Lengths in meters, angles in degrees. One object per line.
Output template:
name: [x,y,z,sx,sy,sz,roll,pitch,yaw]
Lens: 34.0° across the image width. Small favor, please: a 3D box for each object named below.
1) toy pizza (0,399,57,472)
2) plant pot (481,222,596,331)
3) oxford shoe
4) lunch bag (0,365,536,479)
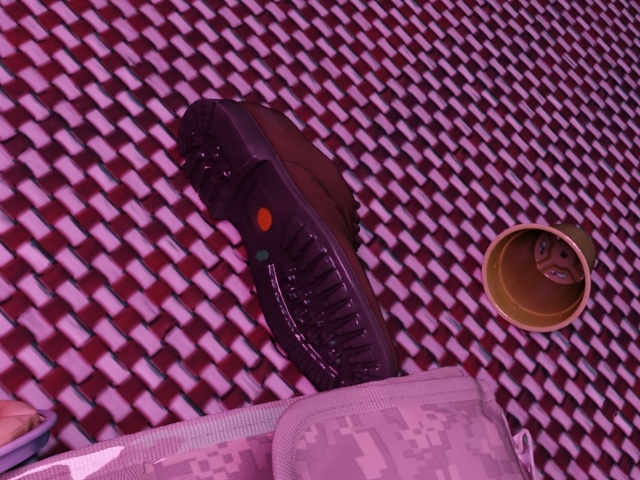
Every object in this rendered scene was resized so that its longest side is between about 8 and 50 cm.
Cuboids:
toy pizza: [-0.198,0.087,0.382,0.201,0.201,0.032,-16,91,-43]
plant pot: [0.178,0.020,0.807,0.083,0.083,0.079,54,32,8]
oxford shoe: [0.000,0.000,0.678,0.096,0.083,0.227,-10,67,-46]
lunch bag: [-0.018,0.190,0.395,0.287,0.169,0.235,-15,67,-11]
